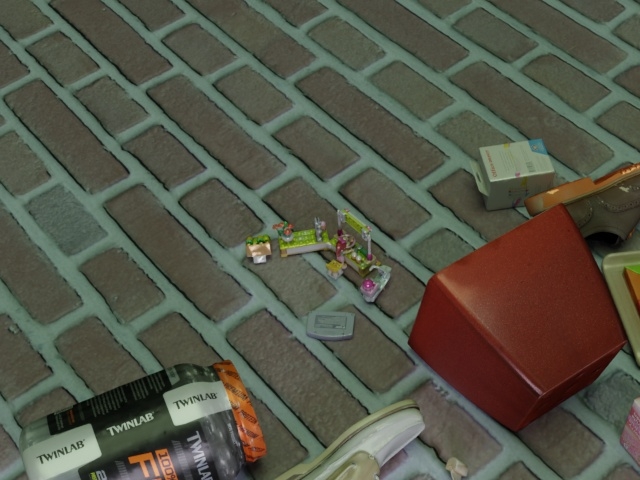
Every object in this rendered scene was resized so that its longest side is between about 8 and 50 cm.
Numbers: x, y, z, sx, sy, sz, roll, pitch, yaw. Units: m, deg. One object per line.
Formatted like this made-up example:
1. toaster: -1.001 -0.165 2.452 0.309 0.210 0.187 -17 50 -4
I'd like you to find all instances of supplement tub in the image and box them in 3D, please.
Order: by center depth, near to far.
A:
1. supplement tub: -0.268 0.318 1.552 0.338 0.207 0.207 -21 53 -12

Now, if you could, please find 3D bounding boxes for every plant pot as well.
1. plant pot: 0.330 0.145 1.631 0.267 0.267 0.235 -29 66 -18

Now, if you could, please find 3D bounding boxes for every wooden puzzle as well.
1. wooden puzzle: 0.629 0.106 1.764 0.221 0.044 0.238 -6 51 -1

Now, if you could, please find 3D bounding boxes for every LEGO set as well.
1. LEGO set: 0.000 0.000 1.855 0.287 0.107 0.132 19 55 19

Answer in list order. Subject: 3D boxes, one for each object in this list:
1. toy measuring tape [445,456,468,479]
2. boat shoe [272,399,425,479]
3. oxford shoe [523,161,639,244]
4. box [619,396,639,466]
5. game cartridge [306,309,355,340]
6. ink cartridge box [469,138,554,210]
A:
1. toy measuring tape: 0.282 0.442 1.470 0.122 0.121 0.330 -12 47 -6
2. boat shoe: 0.047 0.365 1.561 0.302 0.113 0.103 -34 57 -9
3. oxford shoe: 0.552 -0.062 1.884 0.364 0.130 0.132 -16 84 -17
4. box: 0.605 0.351 1.503 0.154 0.142 0.300 -24 53 -15
5. game cartridge: 0.018 0.151 1.790 0.083 0.017 0.056 3 48 7
6. ink cartridge box: 0.363 -0.124 1.940 0.143 0.090 0.092 -8 51 -1
